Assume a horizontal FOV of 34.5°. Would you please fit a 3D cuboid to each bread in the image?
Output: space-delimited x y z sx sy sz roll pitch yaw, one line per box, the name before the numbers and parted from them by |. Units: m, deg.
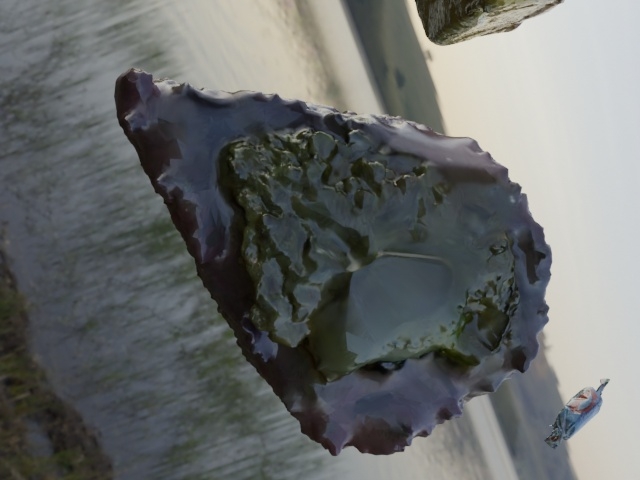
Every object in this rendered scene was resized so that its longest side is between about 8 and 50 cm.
bread | 0.138 -0.222 0.828 0.245 0.094 0.102 -174 -112 -84

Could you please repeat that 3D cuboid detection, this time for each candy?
candy | 0.191 0.129 0.767 0.020 0.083 0.030 35 -45 27

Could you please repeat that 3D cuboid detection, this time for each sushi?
sushi | 0.018 -0.008 0.520 0.241 0.161 0.107 60 -9 -11
